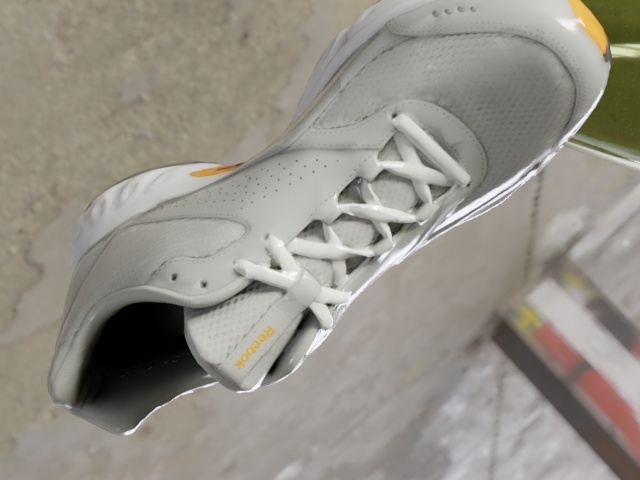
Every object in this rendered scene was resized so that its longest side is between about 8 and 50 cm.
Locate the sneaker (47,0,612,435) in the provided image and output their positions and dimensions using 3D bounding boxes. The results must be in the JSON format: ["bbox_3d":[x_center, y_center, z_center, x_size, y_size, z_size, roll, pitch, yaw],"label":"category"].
[{"bbox_3d":[0.000,0.000,0.610,0.262,0.099,0.121,-33,-154,27],"label":"sneaker"}]

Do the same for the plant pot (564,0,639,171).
[{"bbox_3d":[0.256,-0.142,1.020,0.294,0.274,0.275,2,159,9],"label":"plant pot"}]
